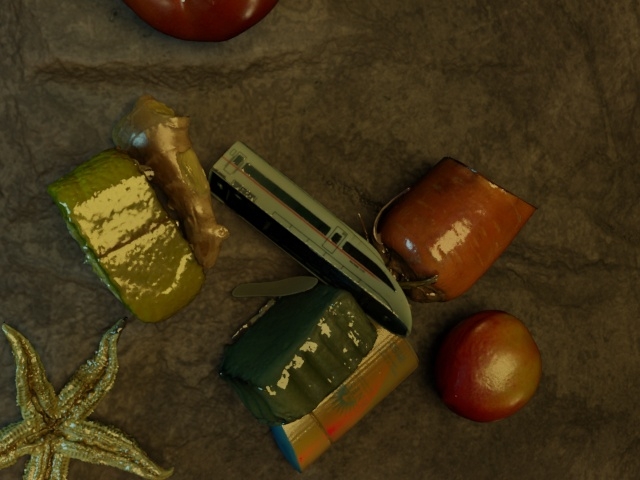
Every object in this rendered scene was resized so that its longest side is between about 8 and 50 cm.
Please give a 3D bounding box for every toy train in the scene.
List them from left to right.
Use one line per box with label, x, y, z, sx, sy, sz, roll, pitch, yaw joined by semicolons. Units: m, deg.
toy train;0.000;0.000;1.448;0.407;0.086;0.088;39;65;2

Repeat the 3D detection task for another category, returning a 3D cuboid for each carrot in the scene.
carrot;0.199;-0.006;1.524;0.331;0.193;0.214;-47;140;-6

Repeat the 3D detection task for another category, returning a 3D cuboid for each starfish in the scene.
starfish;-0.421;0.284;1.370;0.357;0.078;0.347;-13;96;-19

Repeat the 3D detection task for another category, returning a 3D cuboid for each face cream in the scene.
face cream;0.032;0.253;1.541;0.285;0.067;0.139;-40;109;-14

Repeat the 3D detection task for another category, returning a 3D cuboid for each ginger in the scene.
ginger;-0.232;-0.086;1.423;0.131;0.086;0.295;-17;103;11

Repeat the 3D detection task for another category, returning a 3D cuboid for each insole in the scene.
insole;-0.075;0.076;1.471;0.053;0.152;0.002;-62;140;-51

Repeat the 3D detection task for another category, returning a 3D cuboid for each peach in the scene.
peach;0.282;0.226;1.573;0.197;0.197;0.197;-1;92;-20

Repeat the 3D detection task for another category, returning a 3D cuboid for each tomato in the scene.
tomato;-0.184;-0.441;1.348;0.298;0.298;0.226;25;50;-19

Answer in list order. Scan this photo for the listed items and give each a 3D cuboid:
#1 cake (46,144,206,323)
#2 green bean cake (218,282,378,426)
cake;-0.287;-0.005;1.357;0.156;0.179;0.261;-32;110;-13
green bean cake;-0.044;0.178;1.436;0.227;0.222;0.125;-41;110;-18
